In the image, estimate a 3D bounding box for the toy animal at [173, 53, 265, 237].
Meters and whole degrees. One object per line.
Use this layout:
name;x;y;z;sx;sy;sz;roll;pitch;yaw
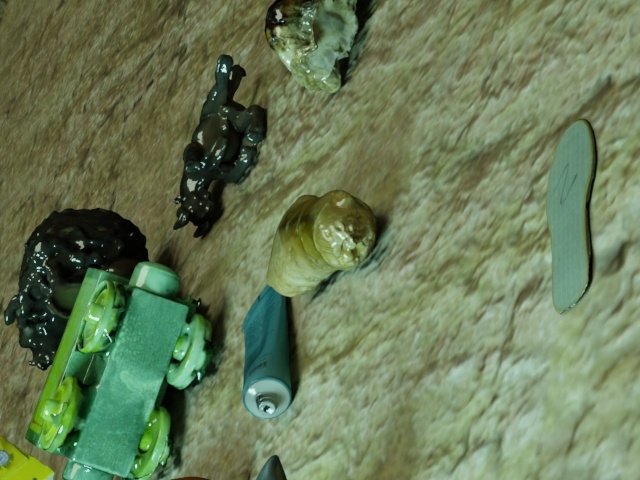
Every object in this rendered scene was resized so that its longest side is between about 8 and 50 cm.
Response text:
toy animal;-0.134;-0.125;2.119;0.148;0.084;0.232;-19;54;64

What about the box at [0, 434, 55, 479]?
box;-0.395;0.367;1.951;0.168;0.097;0.265;-38;-32;-38

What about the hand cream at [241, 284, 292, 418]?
hand cream;-0.057;0.114;1.749;0.083;0.048;0.224;-56;17;22

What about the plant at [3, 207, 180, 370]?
plant;-0.296;0.067;2.163;0.234;0.204;0.178;-112;29;-60

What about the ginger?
ginger;-0.001;0.001;1.686;0.190;0.069;0.095;-23;42;62

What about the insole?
insole;0.195;-0.022;1.335;0.064;0.004;0.188;-46;28;44

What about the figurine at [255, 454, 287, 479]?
figurine;-0.035;0.329;1.334;0.265;0.140;0.193;-73;0;-59

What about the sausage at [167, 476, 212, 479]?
sausage;-0.141;0.280;1.713;0.179;0.089;0.089;-29;41;62

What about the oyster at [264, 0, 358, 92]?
oyster;0.005;-0.281;1.945;0.161;0.107;0.232;137;153;-61

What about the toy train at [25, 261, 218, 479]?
toy train;-0.231;0.155;1.949;0.188;0.159;0.271;7;76;70
